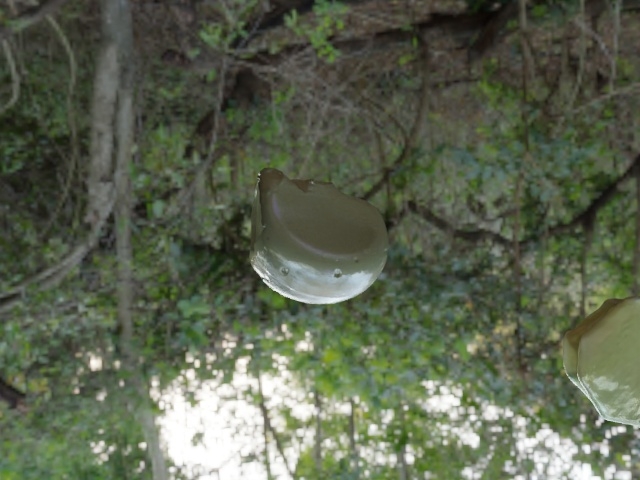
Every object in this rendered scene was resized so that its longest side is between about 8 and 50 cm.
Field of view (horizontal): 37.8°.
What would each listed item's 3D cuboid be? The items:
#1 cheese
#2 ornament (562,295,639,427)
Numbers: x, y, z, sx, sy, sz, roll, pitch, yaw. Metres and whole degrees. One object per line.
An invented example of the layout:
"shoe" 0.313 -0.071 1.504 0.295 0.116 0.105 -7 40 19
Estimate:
"cheese" 0.000 0.000 1.197 0.203 0.175 0.091 11 143 -27
"ornament" 0.324 0.121 0.797 0.180 0.201 0.059 -37 178 -9
